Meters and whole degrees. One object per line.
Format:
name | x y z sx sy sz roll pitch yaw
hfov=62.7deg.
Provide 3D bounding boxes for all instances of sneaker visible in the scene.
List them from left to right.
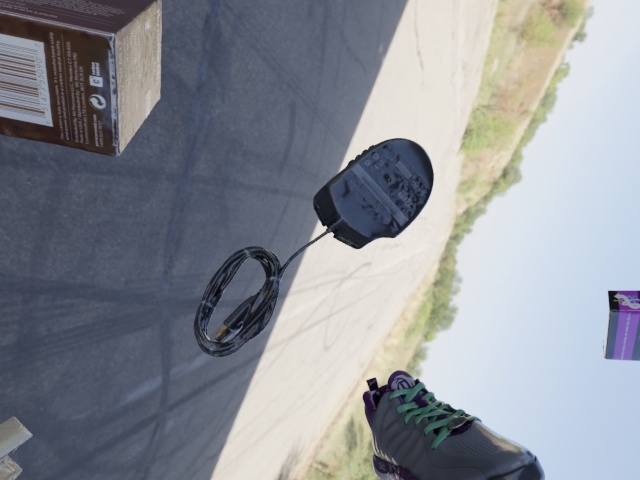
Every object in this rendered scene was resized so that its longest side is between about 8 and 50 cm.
sneaker | 0.087 0.160 0.444 0.083 0.098 0.223 -15 169 -23

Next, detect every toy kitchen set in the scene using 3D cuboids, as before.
toy kitchen set | -0.350 0.225 0.537 0.075 0.083 0.068 -48 178 15

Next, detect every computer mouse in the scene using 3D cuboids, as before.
computer mouse | 0.000 0.000 0.412 0.242 0.071 0.041 -38 179 -19

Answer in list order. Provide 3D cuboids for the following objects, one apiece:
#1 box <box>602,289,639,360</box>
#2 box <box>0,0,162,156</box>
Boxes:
box | 0.381 0.089 0.533 0.116 0.162 0.029 60 37 -47
box | -0.330 -0.248 0.726 0.203 0.166 0.169 -86 -173 -53
